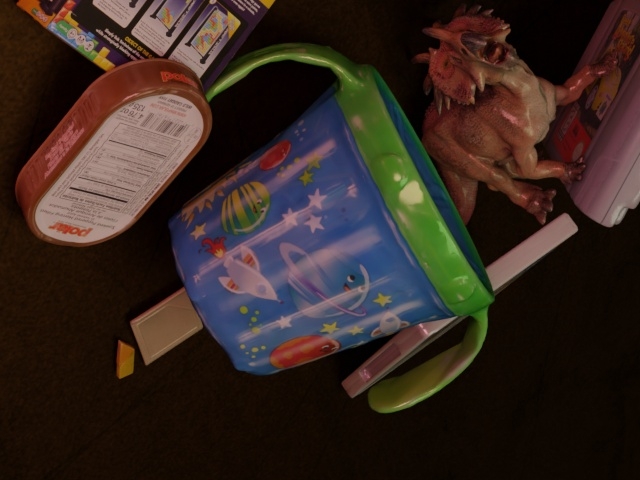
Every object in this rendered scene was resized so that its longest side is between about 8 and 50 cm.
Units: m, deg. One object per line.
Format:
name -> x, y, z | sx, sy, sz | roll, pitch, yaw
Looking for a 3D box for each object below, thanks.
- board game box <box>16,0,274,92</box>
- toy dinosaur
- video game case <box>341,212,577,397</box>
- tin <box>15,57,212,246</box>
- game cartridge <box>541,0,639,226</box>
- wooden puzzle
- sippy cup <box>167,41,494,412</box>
board game box -> -0.126, -0.187, 1.033 | 0.141, 0.048, 0.170 | -53, 143, 0
toy dinosaur -> 0.153, -0.120, 1.309 | 0.200, 0.127, 0.296 | 19, 143, -11
video game case -> 0.139, 0.075, 1.423 | 0.204, 0.025, 0.285 | -33, 172, -21
tin -> -0.163, -0.065, 1.061 | 0.106, 0.040, 0.190 | 18, 127, -41
game cartridge -> 0.302, -0.145, 1.356 | 0.060, 0.294, 0.196 | 27, 107, -8
wooden puzzle -> -0.146, 0.079, 1.268 | 0.116, 0.014, 0.078 | -29, 142, -26
sippy cup -> 0.000, 0.000, 1.167 | 0.224, 0.305, 0.240 | -27, 164, 9
